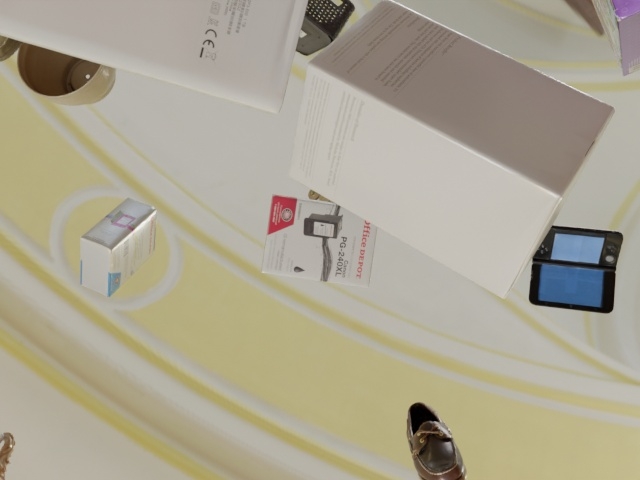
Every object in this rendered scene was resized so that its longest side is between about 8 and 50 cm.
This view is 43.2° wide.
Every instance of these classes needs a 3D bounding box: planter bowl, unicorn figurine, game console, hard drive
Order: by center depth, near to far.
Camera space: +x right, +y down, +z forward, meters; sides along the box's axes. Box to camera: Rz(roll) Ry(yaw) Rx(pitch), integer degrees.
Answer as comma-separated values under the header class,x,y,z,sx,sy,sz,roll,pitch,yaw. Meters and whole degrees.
class,x,y,z,sx,sy,sz,roll,pitch,yaw
hard drive,-0.160,-0.263,0.793,0.308,0.040,0.203,13,-86,-25
unicorn figurine,-0.502,0.268,1.123,0.162,0.060,0.111,35,-127,-27
planter bowl,-0.417,-0.298,1.385,0.109,0.162,0.162,50,-160,-71
game console,0.438,0.048,1.390,0.144,0.124,0.085,6,-136,11

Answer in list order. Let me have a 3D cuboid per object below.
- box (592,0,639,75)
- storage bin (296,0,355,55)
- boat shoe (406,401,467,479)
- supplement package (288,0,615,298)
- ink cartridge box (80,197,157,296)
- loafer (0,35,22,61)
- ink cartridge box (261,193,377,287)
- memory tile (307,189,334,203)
class,x,y,z,sx,sy,sz,roll,pitch,yaw
box,0.223,-0.246,0.626,0.201,0.057,0.293,69,-159,3
storage bin,-0.027,-0.443,1.593,0.122,0.180,0.084,35,-99,-19
boat shoe,0.169,0.314,1.252,0.073,0.207,0.073,-18,-80,-4
supplement package,0.138,-0.107,0.910,0.293,0.175,0.177,31,-129,15
ink cartridge box,-0.288,0.008,1.159,0.052,0.088,0.122,21,-144,12
loafer,-0.452,-0.329,1.173,0.050,0.056,0.148,33,-110,-49
ink cartridge box,0.000,0.000,1.114,0.151,0.063,0.109,8,-89,-5
memory tile,0.025,-0.093,1.744,0.012,0.148,0.113,40,-105,-42
